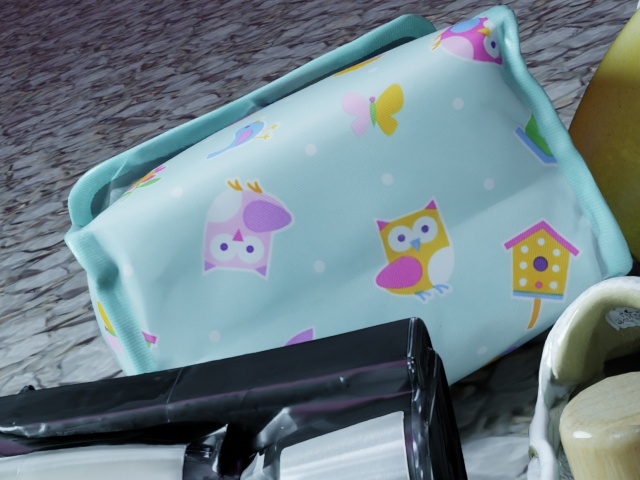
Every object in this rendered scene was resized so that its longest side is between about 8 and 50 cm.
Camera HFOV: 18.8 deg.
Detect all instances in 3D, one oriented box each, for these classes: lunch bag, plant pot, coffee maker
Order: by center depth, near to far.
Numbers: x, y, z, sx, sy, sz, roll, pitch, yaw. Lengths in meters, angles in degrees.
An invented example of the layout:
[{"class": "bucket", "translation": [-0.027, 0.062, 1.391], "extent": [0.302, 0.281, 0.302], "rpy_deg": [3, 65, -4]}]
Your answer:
[{"class": "coffee maker", "translation": [-0.037, 0.087, 0.707], "extent": [0.178, 0.120, 0.171], "rpy_deg": [-10, 39, 5]}, {"class": "plant pot", "translation": [0.168, -0.040, 0.909], "extent": [0.095, 0.134, 0.134], "rpy_deg": [-41, 15, 6]}, {"class": "lunch bag", "translation": [0.000, 0.000, 0.923], "extent": [0.223, 0.160, 0.262], "rpy_deg": [-27, 5, -4]}]

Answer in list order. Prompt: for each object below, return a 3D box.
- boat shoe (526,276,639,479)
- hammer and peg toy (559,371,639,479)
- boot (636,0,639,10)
[{"class": "boat shoe", "translation": [0.124, 0.054, 0.686], "extent": [0.098, 0.096, 0.277], "rpy_deg": [-17, 17, 17]}, {"class": "hammer and peg toy", "translation": [0.174, 0.117, 0.370], "extent": [0.361, 0.127, 0.266], "rpy_deg": [-7, 21, 34]}, {"class": "boot", "translation": [0.273, -0.144, 1.174], "extent": [0.190, 0.069, 0.086], "rpy_deg": [-10, 17, 31]}]
